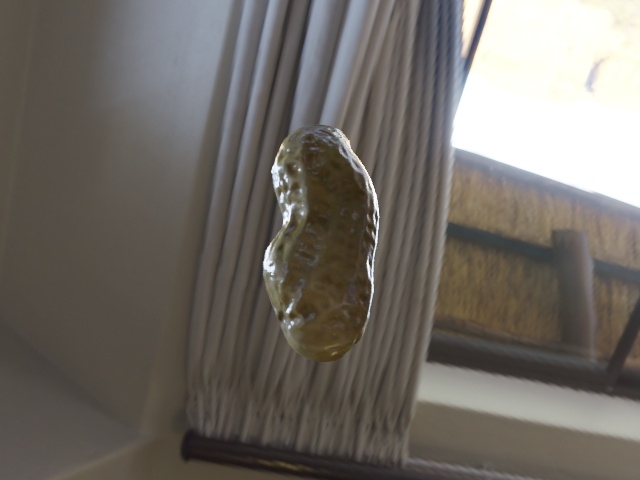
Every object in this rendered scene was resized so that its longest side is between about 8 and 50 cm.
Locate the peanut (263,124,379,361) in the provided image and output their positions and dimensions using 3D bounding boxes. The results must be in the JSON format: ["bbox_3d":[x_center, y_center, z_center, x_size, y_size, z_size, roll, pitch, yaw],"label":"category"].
[{"bbox_3d":[0.000,0.000,0.441,0.054,0.113,0.054,1,168,0],"label":"peanut"}]
